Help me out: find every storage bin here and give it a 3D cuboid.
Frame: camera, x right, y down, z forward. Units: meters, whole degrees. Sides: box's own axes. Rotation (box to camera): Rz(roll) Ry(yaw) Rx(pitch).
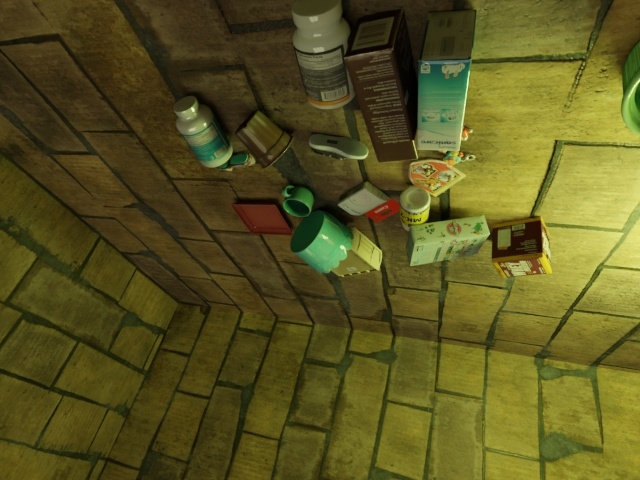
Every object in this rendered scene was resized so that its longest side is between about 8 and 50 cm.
[{"bbox_3d":[0.145,0.073,2.100,0.262,0.123,0.260,-16,138,42],"label":"storage bin"}]

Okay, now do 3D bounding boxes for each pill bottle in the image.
[{"bbox_3d":[0.388,-0.123,1.655,0.119,0.119,0.208,7,156,15],"label":"pill bottle"},{"bbox_3d":[0.012,-0.529,1.133,0.162,0.162,0.278,6,147,16],"label":"pill bottle"},{"bbox_3d":[-0.457,-0.420,1.548,0.146,0.146,0.264,4,147,20],"label":"pill bottle"}]

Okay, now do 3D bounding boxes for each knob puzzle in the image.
[{"bbox_3d":[0.422,-0.245,1.535,0.213,0.029,0.213,12,150,7],"label":"knob puzzle"}]

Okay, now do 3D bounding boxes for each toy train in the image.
[{"bbox_3d":[0.468,-0.316,1.380,0.125,0.046,0.166,-4,144,31],"label":"toy train"}]

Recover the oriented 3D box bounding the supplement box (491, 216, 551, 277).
[{"bbox_3d":[0.820,0.031,1.638,0.191,0.194,0.129,-11,140,38],"label":"supplement box"}]

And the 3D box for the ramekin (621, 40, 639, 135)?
[{"bbox_3d":[0.891,-0.396,0.948,0.304,0.148,0.303,12,149,7],"label":"ramekin"}]

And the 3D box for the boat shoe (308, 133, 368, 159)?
[{"bbox_3d":[0.066,-0.338,1.506,0.229,0.080,0.076,12,156,9],"label":"boat shoe"}]

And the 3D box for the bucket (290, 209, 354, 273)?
[{"bbox_3d":[0.000,0.000,1.912,0.183,0.281,0.281,36,144,-28],"label":"bucket"}]

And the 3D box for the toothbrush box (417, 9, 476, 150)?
[{"bbox_3d":[0.340,-0.425,1.095,0.126,0.216,0.295,6,149,18],"label":"toothbrush box"}]

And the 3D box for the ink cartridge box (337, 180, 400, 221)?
[{"bbox_3d":[0.221,-0.150,1.764,0.232,0.066,0.189,35,145,-21],"label":"ink cartridge box"}]

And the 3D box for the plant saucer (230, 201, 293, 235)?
[{"bbox_3d":[-0.293,-0.120,2.062,0.259,0.047,0.258,2,147,21],"label":"plant saucer"}]

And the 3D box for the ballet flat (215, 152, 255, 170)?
[{"bbox_3d":[-0.379,-0.337,1.733,0.222,0.076,0.079,0,166,24],"label":"ballet flat"}]

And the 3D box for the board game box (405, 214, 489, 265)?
[{"bbox_3d":[0.531,0.004,1.709,0.304,0.097,0.224,-8,155,3],"label":"board game box"}]

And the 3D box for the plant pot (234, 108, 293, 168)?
[{"bbox_3d":[-0.217,-0.386,1.493,0.165,0.166,0.167,43,141,-24],"label":"plant pot"}]

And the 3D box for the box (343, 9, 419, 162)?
[{"bbox_3d":[0.202,-0.431,1.175,0.143,0.191,0.381,1,147,24],"label":"box"}]

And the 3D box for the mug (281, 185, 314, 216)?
[{"bbox_3d":[-0.096,-0.191,1.802,0.130,0.097,0.157,10,148,11],"label":"mug"}]
